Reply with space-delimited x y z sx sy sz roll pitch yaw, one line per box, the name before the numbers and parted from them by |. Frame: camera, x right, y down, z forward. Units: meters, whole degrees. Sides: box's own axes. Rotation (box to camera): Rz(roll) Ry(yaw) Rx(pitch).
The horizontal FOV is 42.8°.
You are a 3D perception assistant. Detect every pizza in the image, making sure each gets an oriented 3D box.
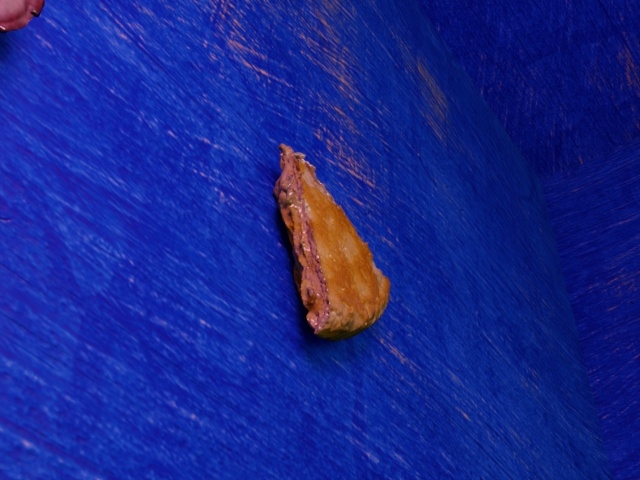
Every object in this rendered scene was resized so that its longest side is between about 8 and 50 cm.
pizza | 0.000 0.000 1.147 0.280 0.075 0.288 3 63 -66

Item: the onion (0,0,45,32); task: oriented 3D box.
onion | -0.358 -0.288 0.668 0.314 0.146 0.280 -83 154 -62
